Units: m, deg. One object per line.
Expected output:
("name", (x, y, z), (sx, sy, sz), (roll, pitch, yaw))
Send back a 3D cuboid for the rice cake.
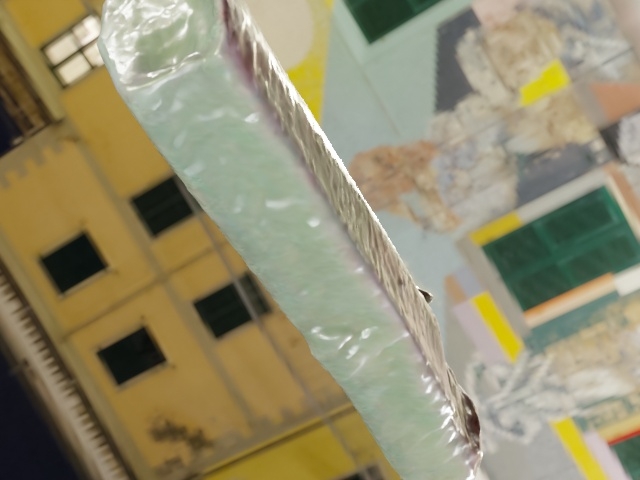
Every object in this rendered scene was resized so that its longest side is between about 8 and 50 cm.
("rice cake", (0.001, 0.003, 0.495), (0.290, 0.051, 0.081), (58, -176, -49))
